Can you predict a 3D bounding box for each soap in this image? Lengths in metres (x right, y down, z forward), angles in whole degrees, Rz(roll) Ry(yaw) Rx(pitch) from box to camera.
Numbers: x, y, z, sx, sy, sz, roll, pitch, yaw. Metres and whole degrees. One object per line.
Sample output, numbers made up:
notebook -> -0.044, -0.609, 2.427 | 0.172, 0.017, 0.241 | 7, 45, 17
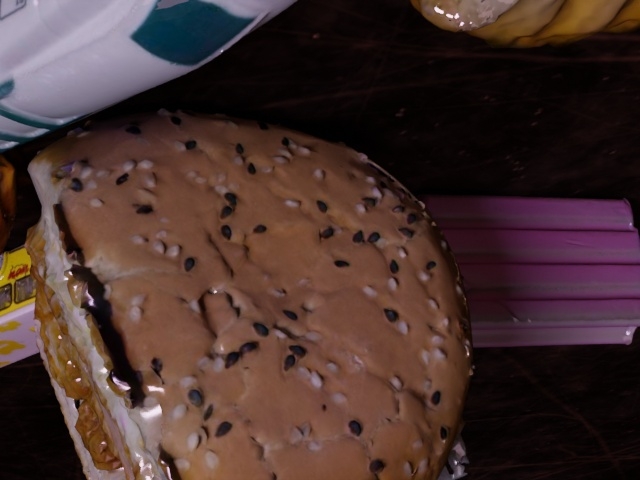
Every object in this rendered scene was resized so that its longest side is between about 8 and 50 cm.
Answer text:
soap -> 0.172, 0.026, 0.936 | 0.203, 0.122, 0.065 | 1, 153, -18

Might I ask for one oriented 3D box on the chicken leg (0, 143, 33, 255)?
chicken leg -> -0.320, 0.006, 0.783 | 0.304, 0.093, 0.113 | -22, 164, 33

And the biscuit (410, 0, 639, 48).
biscuit -> 0.190, -0.190, 0.499 | 0.335, 0.078, 0.329 | -26, 163, -6

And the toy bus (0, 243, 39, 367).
toy bus -> -0.279, 0.065, 0.915 | 0.226, 0.074, 0.081 | -21, 152, 20

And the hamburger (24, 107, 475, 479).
hamburger -> -0.045, 0.064, 0.748 | 0.277, 0.318, 0.195 | -19, 160, -33

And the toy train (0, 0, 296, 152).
toy train -> -0.119, -0.104, 0.519 | 0.407, 0.088, 0.086 | -14, 156, 41
